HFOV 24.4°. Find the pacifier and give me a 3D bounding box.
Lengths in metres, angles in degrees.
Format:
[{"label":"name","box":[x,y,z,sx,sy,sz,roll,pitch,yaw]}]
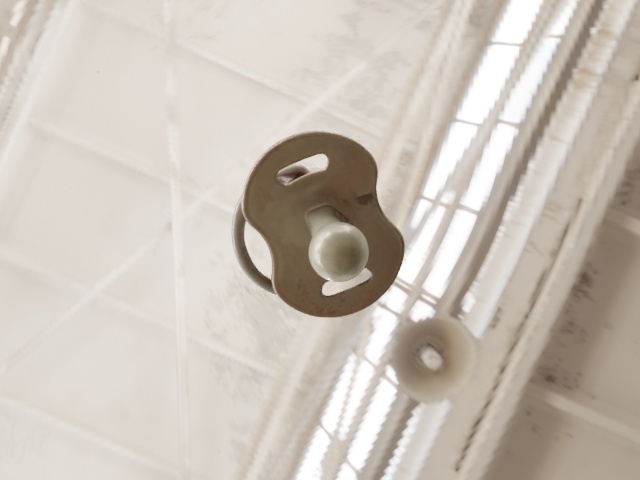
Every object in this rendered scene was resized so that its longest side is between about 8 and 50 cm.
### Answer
[{"label":"pacifier","box":[0.000,0.000,0.718,0.081,0.078,0.099,-24,-68,-4]}]
